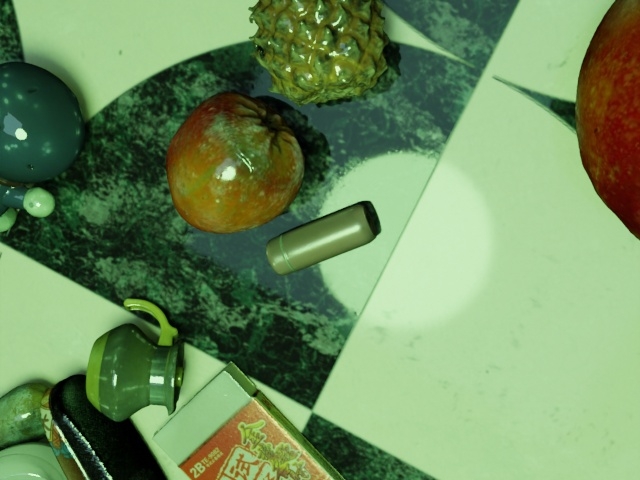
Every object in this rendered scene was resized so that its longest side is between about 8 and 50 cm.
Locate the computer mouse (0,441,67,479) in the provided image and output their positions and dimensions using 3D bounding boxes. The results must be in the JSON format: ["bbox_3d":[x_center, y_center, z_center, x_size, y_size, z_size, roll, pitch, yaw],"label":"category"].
[{"bbox_3d":[-0.375,0.409,1.143,0.184,0.121,0.297,-34,107,2],"label":"computer mouse"}]

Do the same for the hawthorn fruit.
[{"bbox_3d":[-0.106,-0.088,0.991,0.173,0.173,0.173,2,99,11],"label":"hawthorn fruit"}]

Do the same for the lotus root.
[{"bbox_3d":[-0.436,0.256,1.147,0.165,0.088,0.088,-35,90,16],"label":"lotus root"}]

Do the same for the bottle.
[{"bbox_3d":[0.000,0.000,1.036,0.140,0.053,0.053,-21,94,13],"label":"bottle"}]

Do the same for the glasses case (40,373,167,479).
[{"bbox_3d":[-0.273,0.330,1.106,0.082,0.122,0.321,-30,91,14],"label":"glasses case"}]

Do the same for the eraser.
[{"bbox_3d":[-0.100,0.300,1.110,0.157,0.038,0.230,-44,89,14],"label":"eraser"}]

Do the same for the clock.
[{"bbox_3d":[-0.413,-0.119,1.062,0.243,0.146,0.199,-42,84,22],"label":"clock"}]

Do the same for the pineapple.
[{"bbox_3d":[-0.006,-0.260,0.951,0.166,0.166,0.193,-11,87,13],"label":"pineapple"}]

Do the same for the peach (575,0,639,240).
[{"bbox_3d":[0.448,-0.168,0.788,0.335,0.310,0.406,32,120,-33],"label":"peach"}]

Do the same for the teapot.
[{"bbox_3d":[-0.242,0.161,1.085,0.119,0.130,0.166,6,68,-4],"label":"teapot"}]
